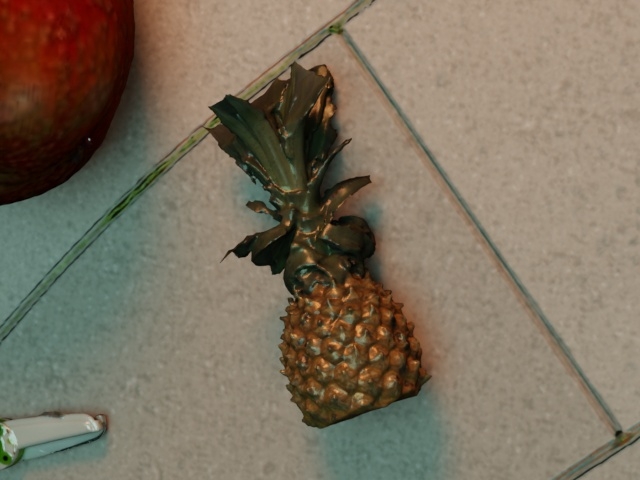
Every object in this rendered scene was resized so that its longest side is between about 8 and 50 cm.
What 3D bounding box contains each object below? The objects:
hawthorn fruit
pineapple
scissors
[{"bbox_3d":[-0.287,-0.209,1.544,0.285,0.285,0.368,-3,85,17],"label":"hawthorn fruit"},{"bbox_3d":[0.000,0.000,1.546,0.130,0.119,0.277,-22,86,37],"label":"pineapple"},{"bbox_3d":[-0.276,0.175,1.690,0.204,0.027,0.101,-11,93,20],"label":"scissors"}]
